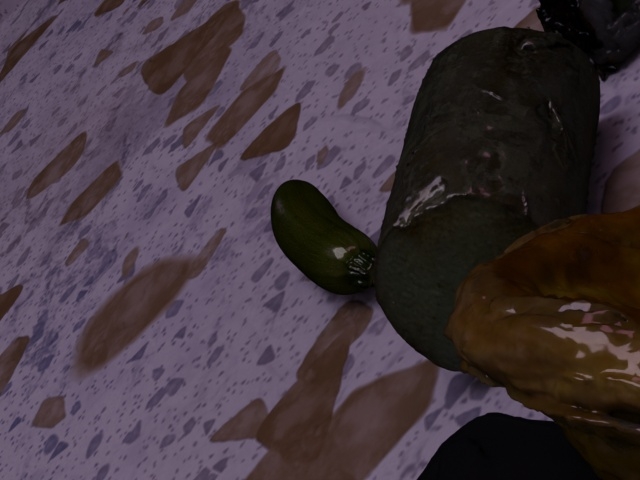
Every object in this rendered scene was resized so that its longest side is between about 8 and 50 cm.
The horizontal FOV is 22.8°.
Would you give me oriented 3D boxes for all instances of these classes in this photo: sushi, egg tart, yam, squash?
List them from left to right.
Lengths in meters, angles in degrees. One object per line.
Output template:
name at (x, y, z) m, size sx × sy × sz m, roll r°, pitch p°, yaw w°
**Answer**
squash at (0.000, 0.000, 1.499) m, size 0.069 × 0.069 × 0.258 m, roll -47°, pitch 24°, yaw 2°
yam at (0.134, -0.043, 1.240) m, size 0.161 × 0.161 × 0.268 m, roll -29°, pitch 29°, yaw 37°
sushi at (0.237, -0.203, 1.376) m, size 0.098 × 0.094 × 0.084 m, roll -49°, pitch 27°, yaw -13°
egg tart at (0.234, 0.061, 0.855) m, size 0.341 × 0.129 × 0.341 m, roll -5°, pitch 12°, yaw 1°

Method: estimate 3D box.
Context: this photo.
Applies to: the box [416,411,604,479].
box at (0.099, 0.267, 0.919) m, size 0.359 × 0.091 × 0.350 m, roll -54°, pitch 25°, yaw -18°
